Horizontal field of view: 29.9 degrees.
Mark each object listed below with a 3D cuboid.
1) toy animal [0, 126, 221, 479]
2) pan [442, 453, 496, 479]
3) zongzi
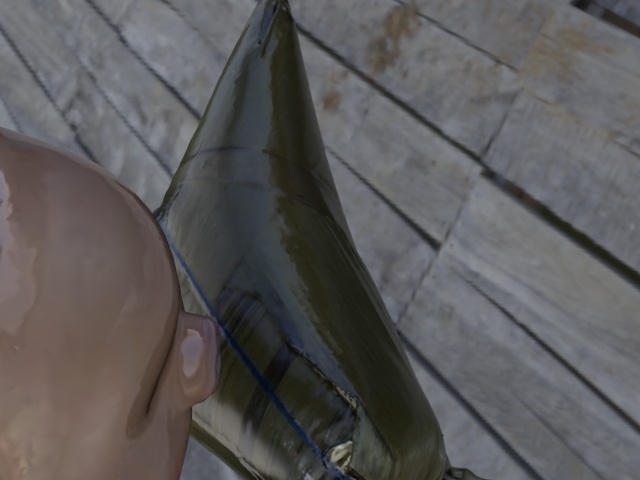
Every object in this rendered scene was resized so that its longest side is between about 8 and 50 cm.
[{"bbox_3d":[-0.210,0.057,0.564,0.269,0.326,0.237,99,171,-53],"label":"toy animal"},{"bbox_3d":[0.094,0.211,1.151,0.128,0.201,0.048,156,124,-63],"label":"pan"},{"bbox_3d":[0.000,0.000,0.713,0.260,0.123,0.289,29,97,41],"label":"zongzi"}]
